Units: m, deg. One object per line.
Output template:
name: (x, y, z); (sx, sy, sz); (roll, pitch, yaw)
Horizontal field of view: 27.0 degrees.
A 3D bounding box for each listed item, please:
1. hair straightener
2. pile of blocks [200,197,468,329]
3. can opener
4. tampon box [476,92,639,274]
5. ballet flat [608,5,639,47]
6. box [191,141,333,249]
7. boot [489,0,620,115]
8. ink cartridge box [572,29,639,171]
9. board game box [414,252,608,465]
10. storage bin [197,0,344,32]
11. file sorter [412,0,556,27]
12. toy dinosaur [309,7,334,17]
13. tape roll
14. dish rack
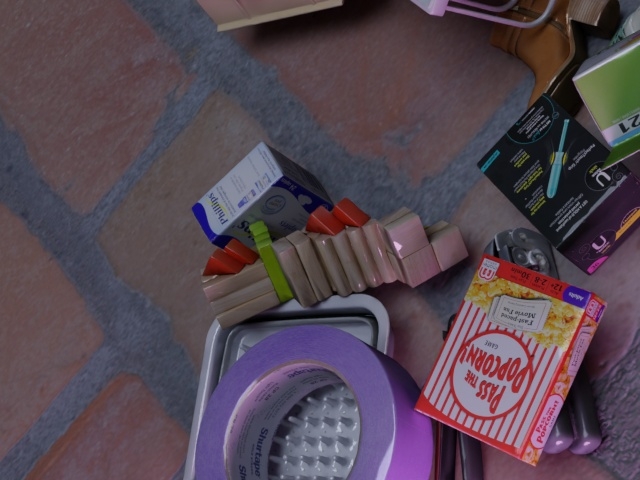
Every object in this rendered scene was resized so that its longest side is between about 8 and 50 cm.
hair straightener: (0.181, 0.180, 1.536); (0.089, 0.047, 0.230); (-6, 69, 35)
pile of blocks: (0.000, 0.000, 1.671); (0.362, 0.113, 0.149); (-13, 26, 20)
can opener: (0.246, 0.116, 1.526); (0.095, 0.076, 0.283); (131, 138, -51)
tampon box: (0.286, -0.065, 1.540); (0.120, 0.101, 0.161); (-46, 52, 11)
ballet flat: (0.414, -0.271, 1.564); (0.188, 0.070, 0.070); (-28, 56, 23)
box: (-0.077, -0.044, 1.773); (0.137, 0.126, 0.072); (-42, 53, 14)
boot: (0.267, -0.231, 1.652); (0.152, 0.073, 0.197); (21, 75, 41)
ink cartridge box: (0.373, -0.180, 1.431); (0.188, 0.255, 0.097); (-28, 95, 23)
board game box: (0.207, 0.128, 1.454); (0.146, 0.045, 0.194); (21, 84, 40)
storage bin: (-0.044, -0.449, 1.888); (0.260, 0.123, 0.262); (-6, 51, 34)
file sorter: (0.171, -0.400, 1.647); (0.278, 0.173, 0.193); (49, 126, 52)
toy dinosaur: (0.005, -0.374, 1.920); (0.092, 0.053, 0.183); (-42, 40, -1)
tape roll: (-0.011, 0.240, 1.535); (0.274, 0.090, 0.275); (-16, 60, 29)
dish rack: (-0.033, 0.238, 1.654); (0.285, 0.072, 0.333); (-6, 67, 34)
